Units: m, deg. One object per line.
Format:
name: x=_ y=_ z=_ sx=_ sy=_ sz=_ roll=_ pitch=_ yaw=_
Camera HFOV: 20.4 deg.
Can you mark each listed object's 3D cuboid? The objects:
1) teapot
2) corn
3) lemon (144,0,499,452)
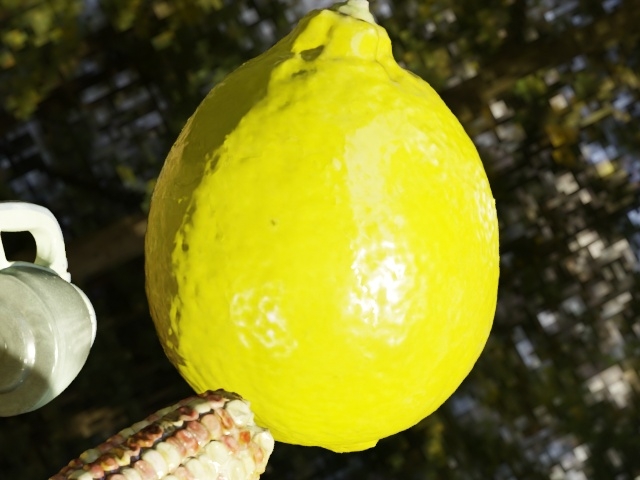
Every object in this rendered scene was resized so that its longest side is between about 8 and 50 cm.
teapot: x=-0.230 y=0.053 z=1.343 sx=0.149 sy=0.111 sz=0.108 roll=59 pitch=24 yaw=6
corn: x=-0.118 y=0.149 z=0.797 sx=0.079 sy=0.237 sz=0.079 roll=41 pitch=-28 yaw=28
lemon: x=0.000 y=0.000 z=0.922 sx=0.184 sy=0.184 sz=0.248 roll=-137 pitch=-138 yaw=-65
